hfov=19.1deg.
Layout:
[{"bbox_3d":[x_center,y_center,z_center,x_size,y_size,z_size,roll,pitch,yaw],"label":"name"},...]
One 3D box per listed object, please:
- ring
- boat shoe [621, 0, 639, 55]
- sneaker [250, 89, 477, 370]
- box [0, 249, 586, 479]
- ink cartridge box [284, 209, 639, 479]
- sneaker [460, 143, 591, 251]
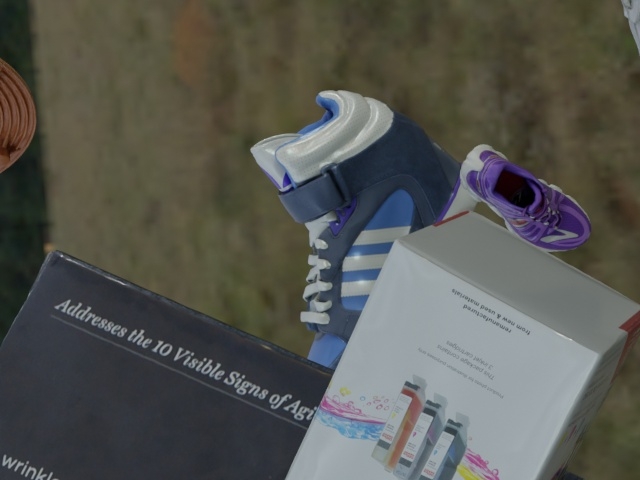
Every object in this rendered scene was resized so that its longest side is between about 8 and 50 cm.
[{"bbox_3d":[-0.483,-0.126,2.109,0.336,0.337,0.032,97,167,-58],"label":"ring"},{"bbox_3d":[0.218,-0.175,1.163,0.088,0.096,0.267,45,167,30],"label":"boat shoe"},{"bbox_3d":[0.000,0.000,2.017,0.323,0.236,0.130,-58,12,-5],"label":"sneaker"},{"bbox_3d":[-0.089,0.335,1.506,0.472,0.480,0.297,-63,-18,-13],"label":"box"},{"bbox_3d":[0.078,0.095,1.051,0.176,0.127,0.128,-65,-15,18],"label":"ink cartridge box"},{"bbox_3d":[0.213,-0.033,1.924,0.068,0.170,0.071,-60,31,2],"label":"sneaker"}]
